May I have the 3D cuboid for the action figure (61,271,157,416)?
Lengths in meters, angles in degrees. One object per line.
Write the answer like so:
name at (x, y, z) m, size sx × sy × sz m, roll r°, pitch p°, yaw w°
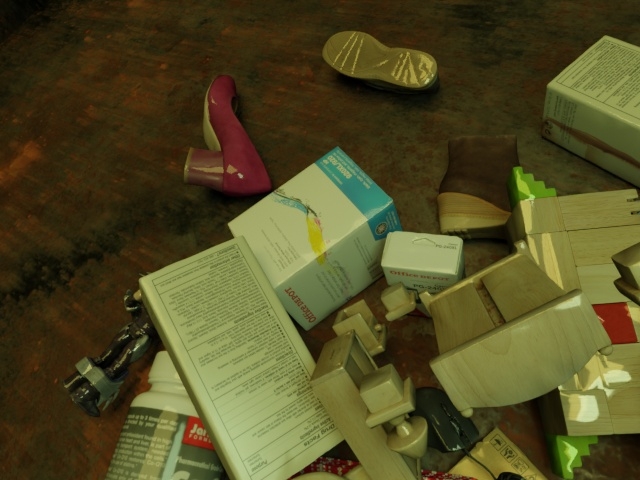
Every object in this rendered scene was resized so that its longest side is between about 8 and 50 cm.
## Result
action figure at (-0.336, 0.176, 0.880) m, size 0.185 × 0.099 × 0.285 m, roll 28°, pitch 69°, yaw 39°

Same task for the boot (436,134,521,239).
boot at (0.323, -0.098, 0.800) m, size 0.248 × 0.090 × 0.207 m, roll 2°, pitch 63°, yaw 26°

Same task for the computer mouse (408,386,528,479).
computer mouse at (0.194, 0.268, 0.608) m, size 0.071 × 0.041 × 0.242 m, roll -14°, pitch 31°, yaw -27°

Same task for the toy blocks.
toy blocks at (0.400, 0.084, 0.601) m, size 0.260 × 0.191 × 0.381 m, roll -6°, pitch 70°, yaw 7°

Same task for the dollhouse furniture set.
dollhouse furniture set at (0.190, 0.127, 0.549) m, size 0.355 × 0.303 × 0.174 m, roll -30°, pitch 97°, yaw 15°

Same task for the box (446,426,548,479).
box at (0.236, 0.366, 0.589) m, size 0.164 × 0.021 × 0.201 m, roll -40°, pitch 55°, yaw -6°

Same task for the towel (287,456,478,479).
towel at (0.063, 0.395, 0.614) m, size 0.274 × 0.031 × 0.199 m, roll -4°, pitch 63°, yaw 23°

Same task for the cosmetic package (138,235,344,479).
cosmetic package at (-0.109, 0.167, 0.656) m, size 0.160 × 0.113 × 0.309 m, roll -24°, pitch 76°, yaw -25°

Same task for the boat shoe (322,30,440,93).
boat shoe at (0.131, -0.380, 1.048) m, size 0.285 × 0.092 × 0.103 m, roll 25°, pitch 90°, yaw 29°

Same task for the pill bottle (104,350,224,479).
pill bottle at (-0.219, 0.320, 0.701) m, size 0.161 × 0.161 × 0.283 m, roll 0°, pitch 60°, yaw 20°

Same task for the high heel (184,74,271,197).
high heel at (-0.186, -0.245, 1.101) m, size 0.181 × 0.127 × 0.377 m, roll 9°, pitch 55°, yaw -7°

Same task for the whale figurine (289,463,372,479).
whale figurine at (0.052, 0.377, 0.548) m, size 0.272 × 0.141 × 0.216 m, roll 4°, pitch 44°, yaw 0°

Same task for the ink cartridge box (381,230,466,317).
ink cartridge box at (0.161, 0.057, 0.726) m, size 0.109 × 0.150 × 0.063 m, roll 5°, pitch 57°, yaw 24°

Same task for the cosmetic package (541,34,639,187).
cosmetic package at (0.526, -0.185, 0.757) m, size 0.153 × 0.129 × 0.296 m, roll -38°, pitch 54°, yaw -7°

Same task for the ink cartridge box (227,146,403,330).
ink cartridge box at (0.000, 0.000, 0.811) m, size 0.232 × 0.171 × 0.168 m, roll -36°, pitch 54°, yaw -4°
